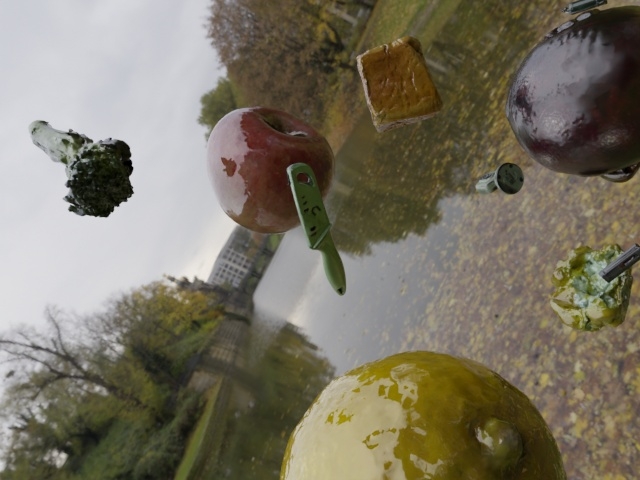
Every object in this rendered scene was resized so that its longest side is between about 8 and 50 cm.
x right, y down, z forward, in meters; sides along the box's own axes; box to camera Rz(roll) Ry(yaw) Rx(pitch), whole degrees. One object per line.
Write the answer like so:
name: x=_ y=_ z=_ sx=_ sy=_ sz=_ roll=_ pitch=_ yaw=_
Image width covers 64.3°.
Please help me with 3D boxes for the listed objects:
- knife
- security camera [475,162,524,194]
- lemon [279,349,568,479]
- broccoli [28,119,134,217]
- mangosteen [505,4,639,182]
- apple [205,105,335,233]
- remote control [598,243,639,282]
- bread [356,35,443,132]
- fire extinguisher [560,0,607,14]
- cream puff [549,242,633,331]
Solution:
knife: x=0.001 y=0.001 z=0.683 sx=0.043 sy=0.020 sz=0.293 roll=-36 pitch=-36 yaw=-15
security camera: x=0.307 y=-0.105 z=0.894 sx=0.058 sy=0.058 sz=0.092 roll=-64 pitch=14 yaw=-7
lemon: x=0.127 y=0.296 z=0.616 sx=0.364 sy=0.364 sz=0.364 roll=-62 pitch=5 yaw=10
broccoli: x=-0.507 y=-0.167 z=1.040 sx=0.145 sy=0.304 sz=0.165 roll=-32 pitch=-37 yaw=-36
mangosteen: x=0.458 y=-0.226 z=0.837 sx=0.297 sy=0.297 sz=0.293 roll=-72 pitch=-31 yaw=-59
apple: x=-0.127 y=-0.162 z=1.223 sx=0.345 sy=0.344 sz=0.269 roll=-73 pitch=9 yaw=-61
remote control: x=0.587 y=0.046 z=0.991 sx=0.091 sy=0.034 sz=0.016 roll=-50 pitch=-8 yaw=28
bread: x=0.158 y=-0.309 z=1.024 sx=0.143 sy=0.158 sz=0.149 roll=-20 pitch=6 yaw=9
fire extinguisher: x=0.524 y=-0.468 z=1.014 sx=0.083 sy=0.025 sz=0.038 roll=-7 pitch=40 yaw=34
cream puff: x=0.642 y=0.113 z=1.215 sx=0.221 sy=0.194 sz=0.195 roll=-59 pitch=3 yaw=-23
